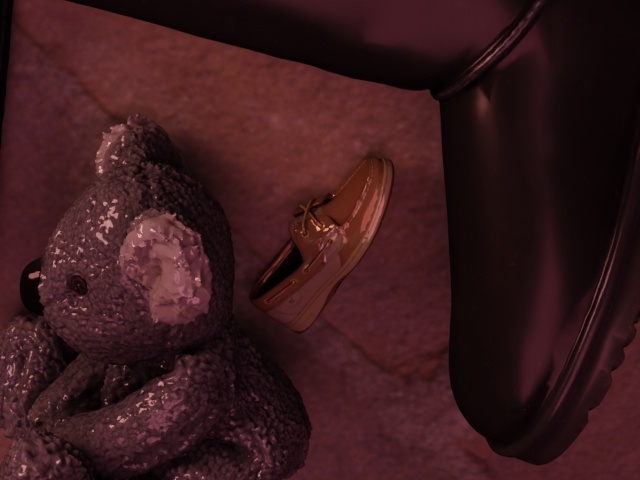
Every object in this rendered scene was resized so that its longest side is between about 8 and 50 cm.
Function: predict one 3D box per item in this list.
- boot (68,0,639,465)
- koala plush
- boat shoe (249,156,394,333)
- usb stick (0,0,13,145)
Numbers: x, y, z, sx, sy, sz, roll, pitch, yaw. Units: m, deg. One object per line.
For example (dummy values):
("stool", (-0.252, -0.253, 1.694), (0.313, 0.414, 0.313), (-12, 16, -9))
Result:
("boot", (-0.019, -0.111, 1.030), (0.445, 0.146, 0.367), (18, 87, -13))
("koala plush", (-0.104, 0.048, 1.138), (0.203, 0.196, 0.221), (-2, 115, -9))
("boat shoe", (0.000, 0.000, 1.182), (0.045, 0.050, 0.135), (23, 115, -18))
("usb stick", (-0.229, -0.088, 1.137), (0.077, 0.045, 0.278), (7, 118, -5))
